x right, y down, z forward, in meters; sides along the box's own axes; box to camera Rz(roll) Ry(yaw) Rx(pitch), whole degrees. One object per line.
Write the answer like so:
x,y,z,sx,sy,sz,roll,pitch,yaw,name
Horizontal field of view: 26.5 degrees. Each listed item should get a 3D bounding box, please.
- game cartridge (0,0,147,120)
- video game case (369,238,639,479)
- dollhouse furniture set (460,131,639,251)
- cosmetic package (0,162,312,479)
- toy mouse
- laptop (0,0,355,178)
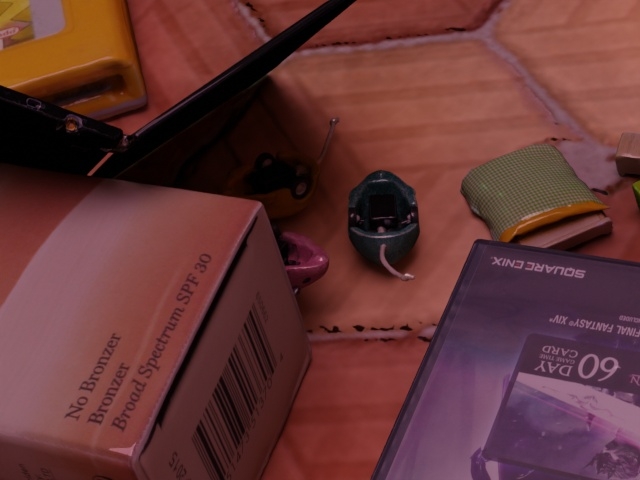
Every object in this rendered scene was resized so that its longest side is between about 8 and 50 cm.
-0.280,-0.169,0.936,0.285,0.053,0.324,-17,48,-2,game cartridge
0.115,0.120,0.588,0.196,0.026,0.274,9,52,26,video game case
0.151,-0.050,0.719,0.151,0.059,0.076,-22,47,-6,dollhouse furniture set
-0.173,0.051,0.660,0.296,0.129,0.153,7,52,20,cosmetic package
0.000,0.000,0.718,0.161,0.031,0.143,-29,43,-33,toy mouse
-0.136,-0.099,0.696,0.264,0.234,0.137,20,78,-15,laptop
